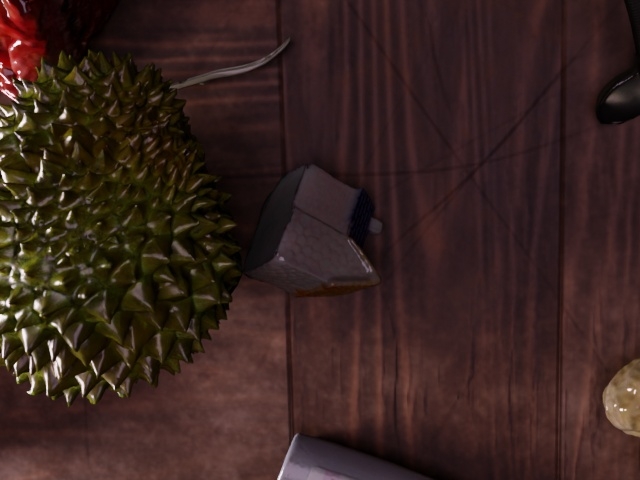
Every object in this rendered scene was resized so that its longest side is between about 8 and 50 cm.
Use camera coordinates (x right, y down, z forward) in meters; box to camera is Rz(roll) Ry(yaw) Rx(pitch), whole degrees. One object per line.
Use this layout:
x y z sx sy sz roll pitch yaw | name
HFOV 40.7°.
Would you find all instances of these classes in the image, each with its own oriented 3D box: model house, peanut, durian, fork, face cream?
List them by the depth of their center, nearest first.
-0.172 -0.001 0.692 0.224 0.291 0.291 15 100 -4 | durian
0.327 0.118 0.733 0.174 0.080 0.080 -29 93 12 | peanut
0.000 0.000 0.766 0.100 0.088 0.101 25 68 -19 | model house
-0.129 -0.143 0.782 0.219 0.034 0.028 -19 103 10 | fork
0.057 0.246 0.799 0.198 0.057 0.084 21 101 5 | face cream

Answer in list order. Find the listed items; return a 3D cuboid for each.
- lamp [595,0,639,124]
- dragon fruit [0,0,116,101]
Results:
0.269 -0.255 0.669 0.203 0.124 0.283 -27 96 1 | lamp
-0.221 -0.253 0.718 0.240 0.302 0.330 2 119 -20 | dragon fruit
